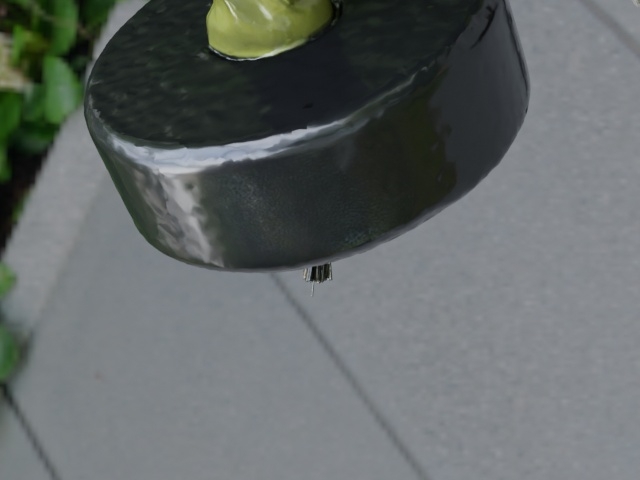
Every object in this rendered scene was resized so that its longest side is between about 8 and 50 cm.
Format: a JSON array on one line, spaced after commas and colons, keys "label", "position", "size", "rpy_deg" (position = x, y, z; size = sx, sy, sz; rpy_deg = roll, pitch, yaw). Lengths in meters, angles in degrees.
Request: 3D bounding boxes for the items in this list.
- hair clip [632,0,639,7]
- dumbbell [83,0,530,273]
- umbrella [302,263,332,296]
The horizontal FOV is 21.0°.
[{"label": "hair clip", "position": [0.190, -0.149, 0.936], "size": [0.062, 0.214, 0.056], "rpy_deg": [-40, 61, 1]}, {"label": "dumbbell", "position": [-0.042, -0.165, 0.728], "size": [0.203, 0.203, 0.322], "rpy_deg": [23, 144, 47]}, {"label": "umbrella", "position": [-0.002, 0.000, 1.249], "size": [0.031, 0.020, 0.083], "rpy_deg": [-126, 35, -74]}]
